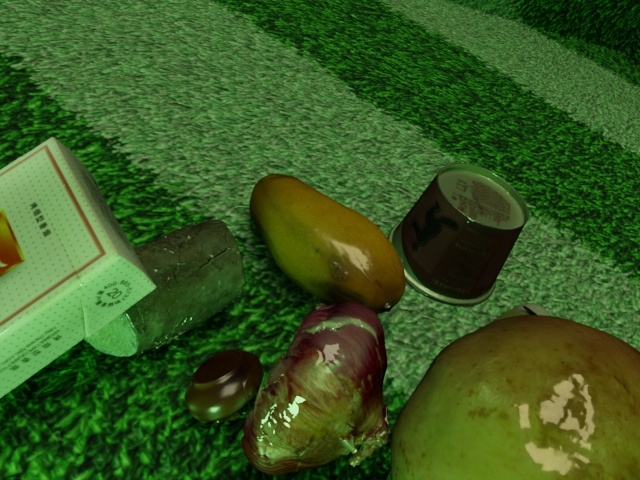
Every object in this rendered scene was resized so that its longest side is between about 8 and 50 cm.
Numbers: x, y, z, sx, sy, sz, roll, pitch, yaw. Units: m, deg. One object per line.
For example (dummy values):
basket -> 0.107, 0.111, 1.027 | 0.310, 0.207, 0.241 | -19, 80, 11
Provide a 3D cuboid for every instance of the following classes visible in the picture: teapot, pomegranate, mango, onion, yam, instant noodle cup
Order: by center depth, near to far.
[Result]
pomegranate -> 0.234, 0.252, 0.656 | 0.337, 0.338, 0.338 | 12, 41, -11
onion -> 0.014, 0.187, 0.674 | 0.163, 0.230, 0.230 | 27, 40, 14
teapot -> -0.119, 0.194, 0.730 | 0.098, 0.078, 0.129 | -11, 17, 22
yam -> -0.220, 0.064, 0.772 | 0.254, 0.154, 0.154 | -21, 56, -44
mango -> -0.004, -0.001, 0.940 | 0.359, 0.144, 0.186 | 38, 26, 28
instant noodle cup -> 0.264, -0.020, 1.048 | 0.234, 0.179, 0.235 | 13, 43, -12

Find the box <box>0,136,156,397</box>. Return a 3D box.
box -> -0.376, 0.059, 0.617 | 0.330, 0.095, 0.210 | -37, 61, -6

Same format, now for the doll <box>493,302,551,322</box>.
doll -> 0.408, 0.196, 0.904 | 0.271, 0.144, 0.208 | 30, 31, 16

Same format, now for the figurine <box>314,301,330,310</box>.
figurine -> 0.007, 0.153, 0.847 | 0.072, 0.054, 0.129 | 15, 46, 14
